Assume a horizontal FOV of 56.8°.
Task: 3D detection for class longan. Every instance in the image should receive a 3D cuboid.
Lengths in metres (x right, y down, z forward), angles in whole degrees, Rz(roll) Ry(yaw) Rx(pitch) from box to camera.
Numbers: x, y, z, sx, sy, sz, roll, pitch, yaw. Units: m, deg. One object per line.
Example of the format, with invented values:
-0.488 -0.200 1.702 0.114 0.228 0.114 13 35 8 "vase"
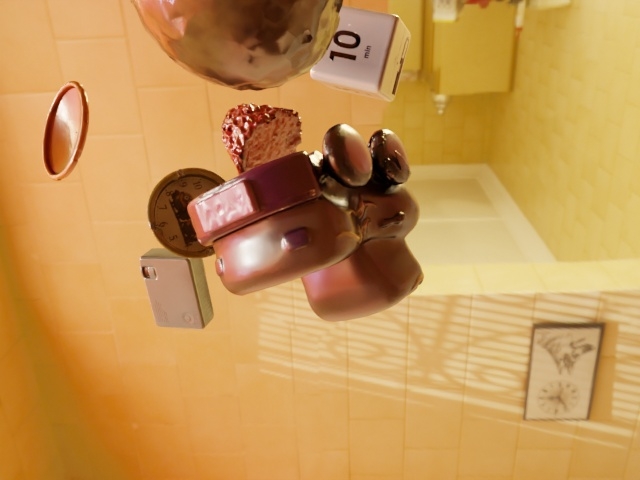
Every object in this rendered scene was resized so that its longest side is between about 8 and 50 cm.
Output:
-0.130 -0.446 0.977 0.391 0.391 0.391 -2 -155 1 "longan"

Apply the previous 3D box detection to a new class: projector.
-0.458 0.150 1.901 0.192 0.256 0.099 0 -157 18 "projector"

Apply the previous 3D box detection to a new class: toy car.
0.000 0.000 0.805 0.271 0.240 0.341 -20 178 35 "toy car"

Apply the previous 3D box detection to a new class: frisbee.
-0.478 -0.206 1.128 0.035 0.192 0.192 10 -169 -44 "frisbee"

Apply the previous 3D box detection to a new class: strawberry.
-0.176 -0.265 1.548 0.178 0.234 0.234 36 -138 29 "strawberry"

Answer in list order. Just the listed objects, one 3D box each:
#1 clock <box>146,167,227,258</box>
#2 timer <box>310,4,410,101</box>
-0.322 -0.068 1.510 0.237 0.237 0.057 -10 178 -17 "clock"
0.108 -0.487 1.550 0.195 0.192 0.194 17 -170 15 "timer"
